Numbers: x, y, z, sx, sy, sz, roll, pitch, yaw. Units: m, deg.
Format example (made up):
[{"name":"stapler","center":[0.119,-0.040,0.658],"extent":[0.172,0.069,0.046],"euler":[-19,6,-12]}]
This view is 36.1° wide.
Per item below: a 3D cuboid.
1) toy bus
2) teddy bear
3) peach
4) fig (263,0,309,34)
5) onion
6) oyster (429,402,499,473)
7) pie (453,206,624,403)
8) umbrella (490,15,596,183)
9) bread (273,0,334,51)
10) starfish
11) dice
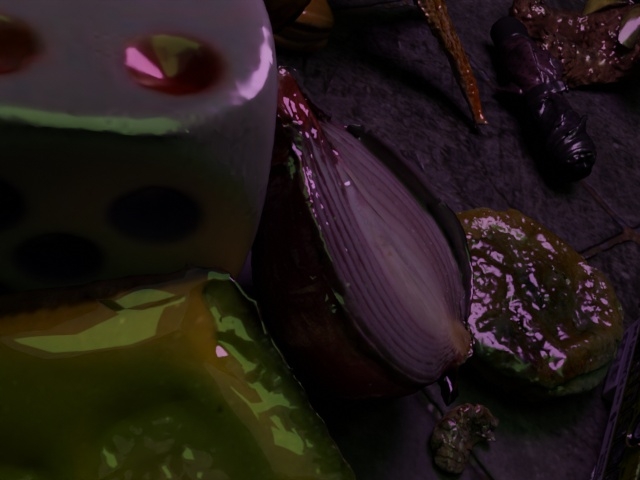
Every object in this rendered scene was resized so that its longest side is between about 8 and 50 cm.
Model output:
[{"name":"toy bus","center":[0.367,0.194,1.057],"extent":[0.113,0.139,0.302],"euler":[31,51,-1]},{"name":"teddy bear","center":[0.484,-0.356,1.562],"extent":[0.296,0.222,0.246],"euler":[6,51,-25]},{"name":"peach","center":[-0.139,0.177,0.704],"extent":[0.306,0.242,0.380],"euler":[-36,91,-19]},{"name":"fig","center":[-0.085,-0.397,1.009],"extent":[0.286,0.369,0.286],"euler":[19,44,-19]},{"name":"onion","center":[0.000,0.000,0.957],"extent":[0.349,0.159,0.267],"euler":[55,32,-12]},{"name":"oyster","center":[0.153,0.199,0.996],"extent":[0.080,0.038,0.083],"euler":[20,43,-16]},{"name":"pie","center":[0.227,0.063,1.135],"extent":[0.277,0.078,0.277],"euler":[17,43,-17]},{"name":"umbrella","center":[0.322,-0.217,1.439],"extent":[0.090,0.094,0.326],"euler":[18,43,-35]},{"name":"bread","center":[-0.060,-0.346,1.348],"extent":[0.116,0.077,0.200],"euler":[-1,50,-30]},{"name":"starfish","center":[0.098,-0.343,1.342],"extent":[0.384,0.132,0.398],"euler":[44,11,-41]},{"name":"dice","center":[-0.218,-0.089,0.834],"extent":[0.304,0.304,0.277],"euler":[5,51,-17]}]
